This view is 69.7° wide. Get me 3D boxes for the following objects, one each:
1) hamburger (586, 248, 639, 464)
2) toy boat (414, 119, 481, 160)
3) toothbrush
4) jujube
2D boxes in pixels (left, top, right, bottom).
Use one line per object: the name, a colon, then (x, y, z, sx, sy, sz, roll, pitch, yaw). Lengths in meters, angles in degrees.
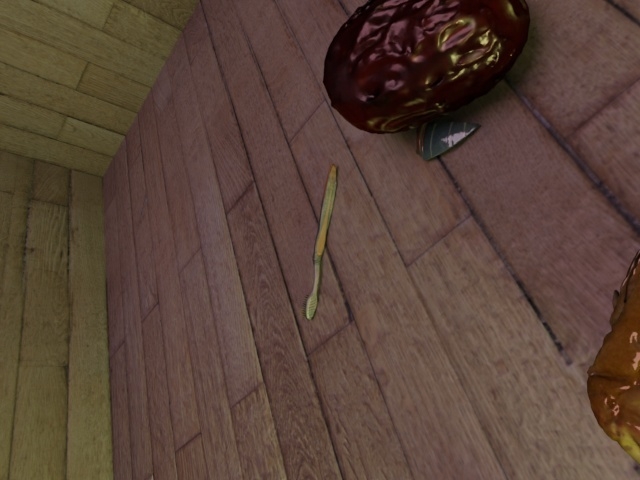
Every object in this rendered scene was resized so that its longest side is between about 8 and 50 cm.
hamburger: (0.408, 0.166, 0.471, 0.209, 0.162, 0.329, -52, 48, 28)
toy boat: (0.237, -0.198, 0.870, 0.122, 0.034, 0.096, 14, 95, 48)
toothbrush: (0.000, 0.000, 1.086, 0.037, 0.028, 0.374, 4, 82, 57)
jujube: (0.167, -0.336, 0.834, 0.377, 0.259, 0.258, -18, 66, 49)
